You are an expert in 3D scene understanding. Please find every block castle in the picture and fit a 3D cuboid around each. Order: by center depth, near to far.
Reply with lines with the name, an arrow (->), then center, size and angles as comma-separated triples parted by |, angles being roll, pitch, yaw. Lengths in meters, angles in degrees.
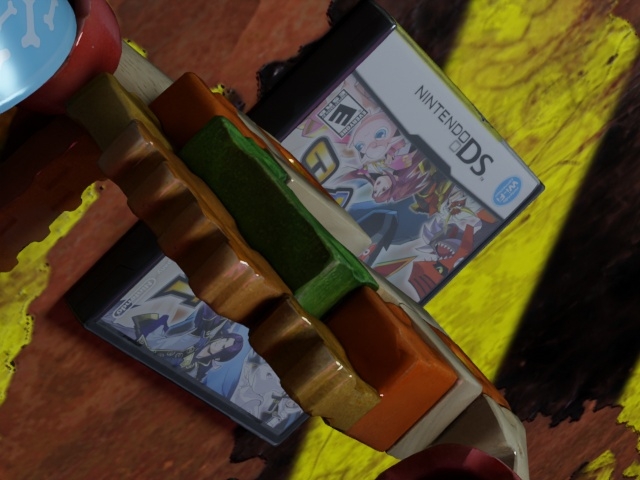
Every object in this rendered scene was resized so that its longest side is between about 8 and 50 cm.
block castle -> -0.106, 0.090, 0.939 | 0.303, 0.453, 0.213 | -43, 151, 5

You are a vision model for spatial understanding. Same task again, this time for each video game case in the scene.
video game case -> 0.000, 0.000, 1.277 | 0.275, 0.035, 0.248 | -45, 142, 4

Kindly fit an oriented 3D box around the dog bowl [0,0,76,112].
dog bowl -> -0.261, -0.088, 0.875 | 0.297, 0.166, 0.074 | -25, 128, -19
